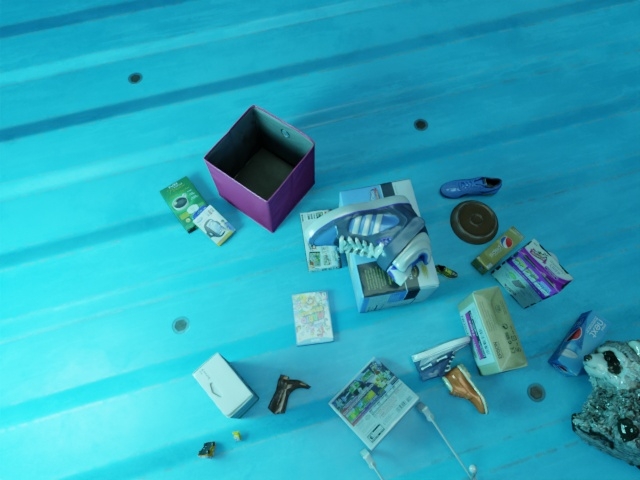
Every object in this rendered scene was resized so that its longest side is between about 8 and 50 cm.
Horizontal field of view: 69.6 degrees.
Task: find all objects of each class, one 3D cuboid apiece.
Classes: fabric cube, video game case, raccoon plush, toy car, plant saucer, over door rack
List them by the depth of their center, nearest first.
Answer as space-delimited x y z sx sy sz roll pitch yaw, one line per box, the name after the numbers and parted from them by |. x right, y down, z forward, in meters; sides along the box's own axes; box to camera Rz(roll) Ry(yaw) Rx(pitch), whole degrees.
0.296 0.655 1.268 0.240 0.108 0.324 -33 73 -13 | over door rack
-0.284 0.592 1.311 0.122 0.060 0.040 -18 102 -1 | toy car
0.915 0.487 1.323 0.446 0.216 0.299 40 69 -18 | raccoon plush
0.155 0.472 1.349 0.201 0.023 0.183 -42 56 -14 | video game case
-0.027 0.246 1.465 0.119 0.015 0.166 -7 70 -4 | video game case
-0.184 -0.228 1.513 0.254 0.258 0.259 34 73 12 | fabric cube
0.534 -0.068 1.585 0.169 0.029 0.168 0 70 0 | plant saucer

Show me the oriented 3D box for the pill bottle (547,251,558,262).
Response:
0.708 0.084 1.483 0.065 0.116 0.065 0 70 -1 | pill bottle

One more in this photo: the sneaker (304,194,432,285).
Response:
0.140 0.022 1.245 0.323 0.130 0.236 -17 66 -8 | sneaker

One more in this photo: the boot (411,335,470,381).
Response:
0.380 0.361 1.407 0.190 0.069 0.086 -21 78 0 | boot

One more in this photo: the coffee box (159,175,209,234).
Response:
-0.458 -0.124 1.583 0.113 0.040 0.184 -36 74 -15 | coffee box

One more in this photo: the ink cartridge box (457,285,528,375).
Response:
0.502 0.274 1.367 0.088 0.193 0.234 -13 70 -3 | ink cartridge box

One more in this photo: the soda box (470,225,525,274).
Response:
0.589 0.033 1.530 0.181 0.061 0.058 -37 74 -13 | soda box

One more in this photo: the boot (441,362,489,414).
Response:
0.432 0.457 1.374 0.085 0.059 0.158 -29 64 -8 | boot

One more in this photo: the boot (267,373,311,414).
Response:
-0.093 0.468 1.368 0.106 0.037 0.114 12 66 18 | boot

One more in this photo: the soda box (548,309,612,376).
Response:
0.802 0.318 1.423 0.071 0.067 0.210 41 73 13 | soda box

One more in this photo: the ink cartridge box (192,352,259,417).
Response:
-0.260 0.413 1.293 0.093 0.212 0.154 -41 75 -15 | ink cartridge box

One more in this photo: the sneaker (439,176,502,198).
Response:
0.526 -0.194 1.605 0.209 0.082 0.069 -3 71 -1 | sneaker

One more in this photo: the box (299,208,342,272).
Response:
0.000 0.000 1.546 0.114 0.036 0.206 -7 70 -4 | box

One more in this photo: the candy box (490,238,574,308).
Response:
0.639 0.108 1.411 0.071 0.233 0.159 -36 75 -13 | candy box

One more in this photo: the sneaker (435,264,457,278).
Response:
0.412 0.103 1.514 0.083 0.035 0.031 17 71 6 | sneaker

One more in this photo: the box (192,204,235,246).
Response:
-0.360 -0.055 1.539 0.136 0.028 0.081 45 75 -12 | box

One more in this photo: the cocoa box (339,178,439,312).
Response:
0.196 0.024 1.435 0.228 0.231 0.347 -10 70 -2 | cocoa box
